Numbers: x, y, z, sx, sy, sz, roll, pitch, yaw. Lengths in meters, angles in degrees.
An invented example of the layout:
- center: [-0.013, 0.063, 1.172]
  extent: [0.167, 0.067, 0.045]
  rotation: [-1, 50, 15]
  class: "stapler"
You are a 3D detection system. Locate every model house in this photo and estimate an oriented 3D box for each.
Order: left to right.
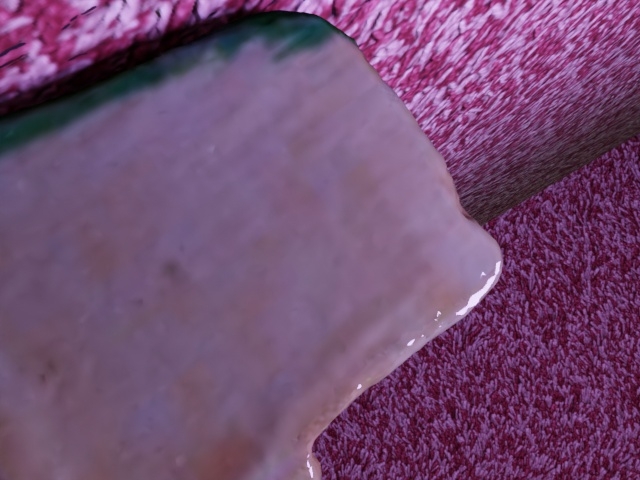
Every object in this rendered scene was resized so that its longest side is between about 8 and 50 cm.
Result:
- center: [-0.098, 0.044, 0.542]
  extent: [0.382, 0.334, 0.342]
  rotation: [-33, 179, -13]
  class: "model house"
